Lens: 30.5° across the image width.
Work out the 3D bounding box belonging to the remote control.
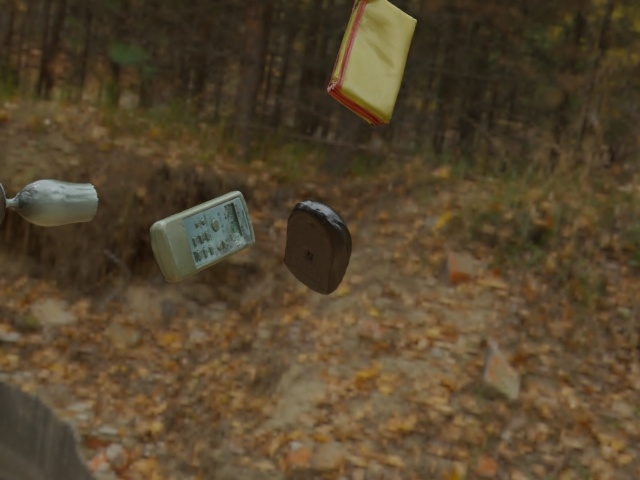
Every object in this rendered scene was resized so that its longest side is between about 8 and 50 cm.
[{"bbox_3d":[-0.185,-0.008,1.871,0.038,0.098,0.233,-10,10,31],"label":"remote control"}]

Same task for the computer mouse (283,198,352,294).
[{"bbox_3d":[0.000,0.000,2.418,0.137,0.270,0.086,36,59,18],"label":"computer mouse"}]

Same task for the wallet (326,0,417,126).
[{"bbox_3d":[0.093,-0.349,2.232,0.141,0.241,0.067,29,-25,-28],"label":"wallet"}]

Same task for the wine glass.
[{"bbox_3d":[-0.527,-0.072,2.230,0.202,0.093,0.093,-4,16,-42],"label":"wine glass"}]
